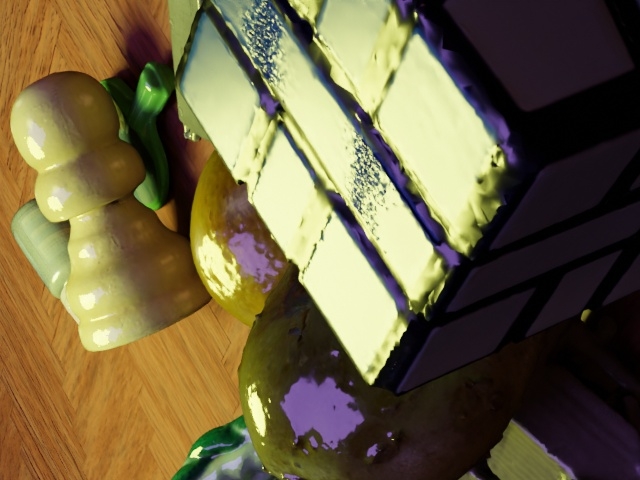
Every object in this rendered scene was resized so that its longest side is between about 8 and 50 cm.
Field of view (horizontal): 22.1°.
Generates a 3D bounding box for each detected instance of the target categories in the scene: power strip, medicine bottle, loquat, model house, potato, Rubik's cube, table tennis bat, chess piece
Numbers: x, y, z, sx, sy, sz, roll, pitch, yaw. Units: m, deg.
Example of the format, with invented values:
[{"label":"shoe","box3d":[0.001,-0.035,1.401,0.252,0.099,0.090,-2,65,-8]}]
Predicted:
[{"label":"power strip","box3d":[-0.112,-0.220,1.596,0.078,0.052,0.272,35,137,46]},{"label":"medicine bottle","box3d":[-0.321,0.035,2.105,0.203,0.083,0.083,53,149,30]},{"label":"loquat","box3d":[0.000,0.000,1.360,0.213,0.213,0.246,100,165,-45]},{"label":"model house","box3d":[0.190,0.170,1.260,0.188,0.122,0.229,50,150,23]},{"label":"potato","box3d":[0.063,0.049,1.186,0.173,0.307,0.210,35,160,-33]},{"label":"Rubik's cube","box3d":[0.113,-0.117,1.020,0.288,0.293,0.283,55,151,21]},{"label":"table tennis bat","box3d":[-0.206,-0.127,1.845,0.160,0.039,0.257,60,153,12]},{"label":"chess piece","box3d":[-0.248,-0.041,1.808,0.167,0.167,0.299,-7,109,62]}]

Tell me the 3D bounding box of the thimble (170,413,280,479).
[{"label":"thimble","box3d":[-0.010,0.298,1.556,0.254,0.167,0.288,-42,60,17]}]
